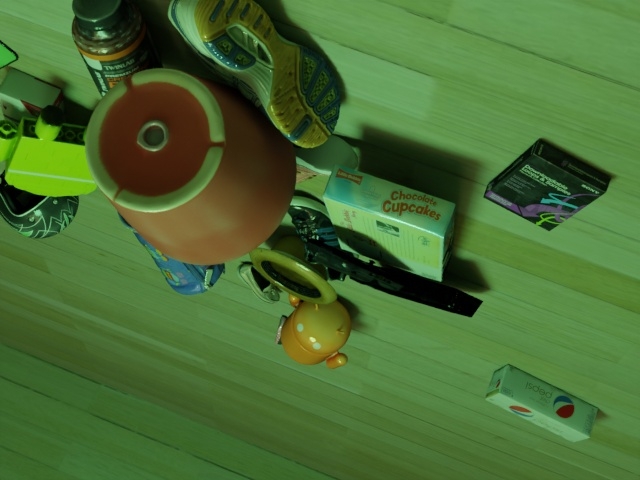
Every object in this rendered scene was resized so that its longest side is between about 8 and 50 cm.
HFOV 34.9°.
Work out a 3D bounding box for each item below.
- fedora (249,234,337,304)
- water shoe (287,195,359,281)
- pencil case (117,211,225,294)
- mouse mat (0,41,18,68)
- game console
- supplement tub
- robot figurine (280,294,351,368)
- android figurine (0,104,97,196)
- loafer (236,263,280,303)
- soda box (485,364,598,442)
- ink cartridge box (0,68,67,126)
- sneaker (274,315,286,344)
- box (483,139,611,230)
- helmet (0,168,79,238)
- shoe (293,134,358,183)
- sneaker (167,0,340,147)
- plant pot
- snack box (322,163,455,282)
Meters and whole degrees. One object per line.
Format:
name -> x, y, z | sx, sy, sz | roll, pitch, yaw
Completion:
fedora -> -0.041, 0.046, 1.929 | 0.194, 0.079, 0.194 | 28, 160, 11
water shoe -> 0.000, 0.000, 1.797 | 0.073, 0.080, 0.203 | -1, 146, 43
pencil case -> -0.289, 0.001, 2.007 | 0.133, 0.119, 0.306 | 44, 169, 33
mouse mat -> -0.617, -0.340, 1.750 | 0.153, 0.007, 0.190 | 39, 150, -31
game console -> 0.114, 0.061, 1.714 | 0.213, 0.043, 0.361 | 15, 175, 35
supplement tub -> -0.294, -0.279, 1.465 | 0.106, 0.106, 0.198 | 16, 155, 16
robot figurine -> -0.012, 0.187, 2.133 | 0.128, 0.158, 0.219 | 6, 160, -15
android figurine -> -0.468, -0.153, 1.823 | 0.248, 0.056, 0.273 | 6, 155, -24
loafer -> -0.124, 0.093, 2.146 | 0.039, 0.045, 0.125 | -12, 135, 42
soda box -> 0.454, 0.336, 2.090 | 0.216, 0.069, 0.074 | 27, 155, -5
ink cartridge box -> -0.511, -0.233, 1.812 | 0.099, 0.056, 0.135 | 22, 155, 2
sneaker -> -0.073, 0.215, 2.354 | 0.057, 0.047, 0.119 | 12, 157, -2
box -> 0.315, -0.074, 1.429 | 0.116, 0.029, 0.162 | 27, 154, -6
helmet -> -0.567, -0.082, 2.044 | 0.162, 0.169, 0.169 | 40, 156, 4
shoe -> -0.015, -0.125, 1.587 | 0.178, 0.063, 0.081 | 15, 159, 25
sneaker -> -0.085, -0.243, 1.387 | 0.131, 0.112, 0.296 | 29, 167, 47
plant pot -> -0.191, -0.114, 1.425 | 0.275, 0.274, 0.243 | 17, 175, 15
snack box -> 0.113, -0.019, 1.600 | 0.187, 0.060, 0.322 | 19, 169, 10
